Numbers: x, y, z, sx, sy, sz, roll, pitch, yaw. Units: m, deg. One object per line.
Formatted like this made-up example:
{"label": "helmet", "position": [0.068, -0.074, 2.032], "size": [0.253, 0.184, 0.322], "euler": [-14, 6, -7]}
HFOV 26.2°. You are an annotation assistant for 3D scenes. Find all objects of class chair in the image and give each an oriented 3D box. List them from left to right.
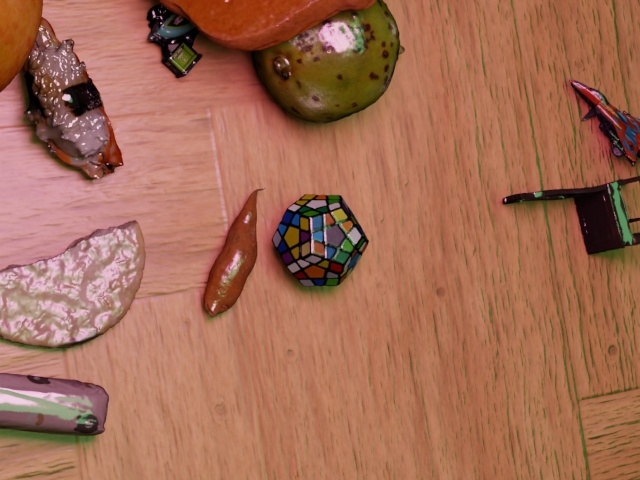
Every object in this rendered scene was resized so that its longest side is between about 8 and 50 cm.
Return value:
{"label": "chair", "position": [0.392, -0.034, 2.029], "size": [0.229, 0.106, 0.113], "euler": [-13, 88, -20]}

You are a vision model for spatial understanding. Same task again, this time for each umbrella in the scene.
{"label": "umbrella", "position": [-0.432, 0.196, 1.714], "size": [0.337, 0.067, 0.073], "euler": [8, 69, -20]}

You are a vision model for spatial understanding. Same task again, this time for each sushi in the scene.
{"label": "sushi", "position": [-0.335, -0.181, 1.772], "size": [0.097, 0.103, 0.226], "euler": [-25, 92, -4]}

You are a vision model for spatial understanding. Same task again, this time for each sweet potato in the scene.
{"label": "sweet potato", "position": [-0.111, 0.015, 1.862], "size": [0.056, 0.056, 0.194], "euler": [25, 72, -17]}

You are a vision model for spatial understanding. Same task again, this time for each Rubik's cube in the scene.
{"label": "Rubik's cube", "position": [0.000, 0.000, 1.872], "size": [0.112, 0.133, 0.133], "euler": [32, 73, 11]}

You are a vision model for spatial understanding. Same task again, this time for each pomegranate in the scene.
{"label": "pomegranate", "position": [0.019, -0.270, 1.867], "size": [0.263, 0.211, 0.211], "euler": [-31, 97, -50]}

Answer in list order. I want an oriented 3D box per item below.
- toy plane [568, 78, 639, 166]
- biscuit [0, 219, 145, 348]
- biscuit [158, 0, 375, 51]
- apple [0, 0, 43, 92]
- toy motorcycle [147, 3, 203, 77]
{"label": "toy plane", "position": [0.445, -0.177, 2.082], "size": [0.189, 0.061, 0.130], "euler": [35, 39, 3]}
{"label": "biscuit", "position": [-0.331, 0.071, 1.783], "size": [0.250, 0.032, 0.133], "euler": [-22, 92, -21]}
{"label": "biscuit", "position": [-0.098, -0.440, 1.778], "size": [0.455, 0.078, 0.349], "euler": [38, 95, 20]}
{"label": "apple", "position": [-0.516, -0.313, 1.589], "size": [0.400, 0.333, 0.400], "euler": [1, 86, -21]}
{"label": "toy motorcycle", "position": [-0.165, -0.313, 1.871], "size": [0.100, 0.058, 0.173], "euler": [44, 73, -19]}
